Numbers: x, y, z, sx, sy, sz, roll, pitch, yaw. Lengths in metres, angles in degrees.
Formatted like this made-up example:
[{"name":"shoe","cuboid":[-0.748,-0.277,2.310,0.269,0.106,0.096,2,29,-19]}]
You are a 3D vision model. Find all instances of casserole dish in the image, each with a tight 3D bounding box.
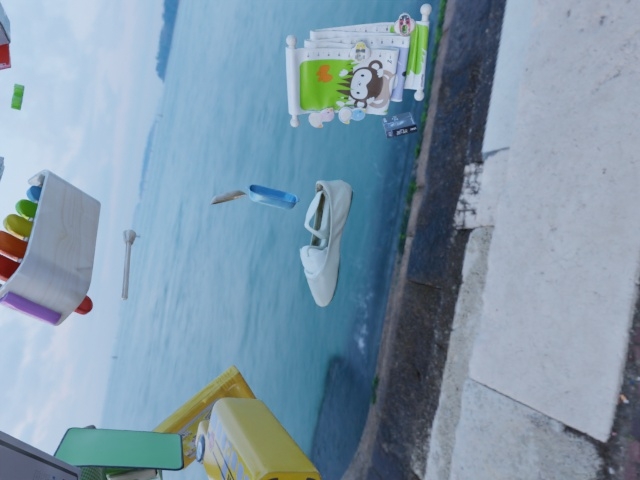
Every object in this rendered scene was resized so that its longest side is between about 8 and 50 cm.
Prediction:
[{"name":"casserole dish","cuboid":[-0.164,-0.146,1.694,0.114,0.188,0.037,-104,29,-69]}]

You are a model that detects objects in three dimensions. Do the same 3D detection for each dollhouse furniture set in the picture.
[{"name":"dollhouse furniture set","cuboid":[-0.419,0.527,1.040,0.301,0.151,0.197,102,159,-46]}]

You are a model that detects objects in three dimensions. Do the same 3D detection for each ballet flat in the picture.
[{"name":"ballet flat","cuboid":[0.000,0.000,0.961,0.086,0.086,0.248,172,109,-69]}]

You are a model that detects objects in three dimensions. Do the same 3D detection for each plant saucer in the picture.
[{"name":"plant saucer","cuboid":[-0.204,-0.097,1.101,0.083,0.083,0.015,-9,98,69]}]

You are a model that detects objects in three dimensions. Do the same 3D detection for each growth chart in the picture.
[{"name":"growth chart","cuboid":[0.057,-0.263,0.786,0.021,0.237,0.172,-97,-3,-49]}]

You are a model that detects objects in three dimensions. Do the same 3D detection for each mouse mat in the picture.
[{"name":"mouse mat","cuboid":[-0.317,0.332,0.799,0.152,0.189,0.007,178,101,-73]}]

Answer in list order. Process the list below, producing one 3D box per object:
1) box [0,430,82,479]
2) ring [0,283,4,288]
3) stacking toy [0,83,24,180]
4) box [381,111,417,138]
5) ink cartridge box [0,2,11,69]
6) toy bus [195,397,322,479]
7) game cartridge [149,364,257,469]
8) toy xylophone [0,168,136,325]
[{"name":"box","cuboid":[-0.232,0.180,0.257,0.290,0.087,0.169,100,173,-56]},{"name":"ring","cuboid":[-0.757,0.079,0.900,0.336,0.336,0.032,148,128,-63]},{"name":"stacking toy","cuboid":[-0.648,-0.219,0.897,0.052,0.167,0.221,-32,51,55]},{"name":"box","cuboid":[0.171,-0.252,1.089,0.083,0.067,0.018,-89,-14,-57]},{"name":"ink cartridge box","cuboid":[-0.820,-0.420,1.067,0.060,0.275,0.239,88,157,-47]},{"name":"toy bus","cuboid":[-0.119,0.360,0.826,0.332,0.108,0.130,13,91,65]},{"name":"game cartridge","cuboid":[-0.357,0.566,1.581,0.052,0.323,0.285,42,159,32]},{"name":"toy xylophone","cuboid":[-0.461,0.011,0.914,0.081,0.236,0.323,-33,37,17]}]
